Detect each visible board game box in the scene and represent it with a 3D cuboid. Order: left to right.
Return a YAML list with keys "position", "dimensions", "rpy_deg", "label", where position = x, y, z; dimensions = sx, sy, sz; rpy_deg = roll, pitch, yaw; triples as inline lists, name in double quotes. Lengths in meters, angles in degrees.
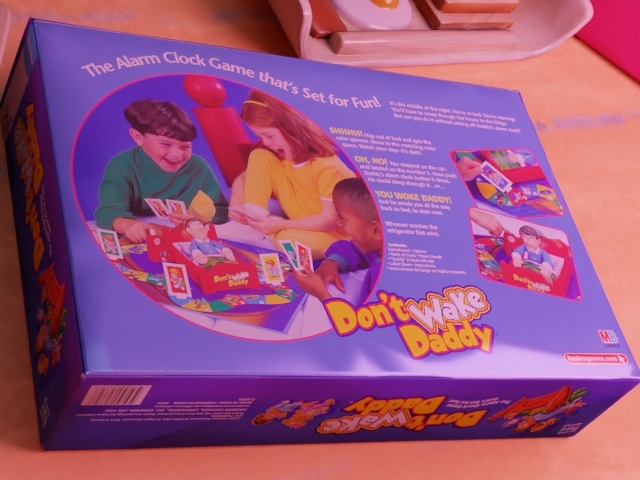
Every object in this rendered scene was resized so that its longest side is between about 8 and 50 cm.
- position: [0.000, 0.000, 0.703]
  dimensions: [0.347, 0.078, 0.233]
  rpy_deg: [4, 53, -28]
  label: "board game box"

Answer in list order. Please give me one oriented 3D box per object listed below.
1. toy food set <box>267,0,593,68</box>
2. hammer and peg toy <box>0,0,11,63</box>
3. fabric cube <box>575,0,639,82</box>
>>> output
- position: [0.059, -0.251, 0.934]
  dimensions: [0.306, 0.092, 0.220]
  rpy_deg: [-9, 59, -36]
  label: "toy food set"
- position: [-0.295, -0.101, 0.576]
  dimensions: [0.265, 0.127, 0.361]
  rpy_deg: [14, 49, -18]
  label: "hammer and peg toy"
- position: [0.393, -0.265, 1.033]
  dimensions: [0.258, 0.259, 0.254]
  rpy_deg: [36, 45, 3]
  label: "fabric cube"
